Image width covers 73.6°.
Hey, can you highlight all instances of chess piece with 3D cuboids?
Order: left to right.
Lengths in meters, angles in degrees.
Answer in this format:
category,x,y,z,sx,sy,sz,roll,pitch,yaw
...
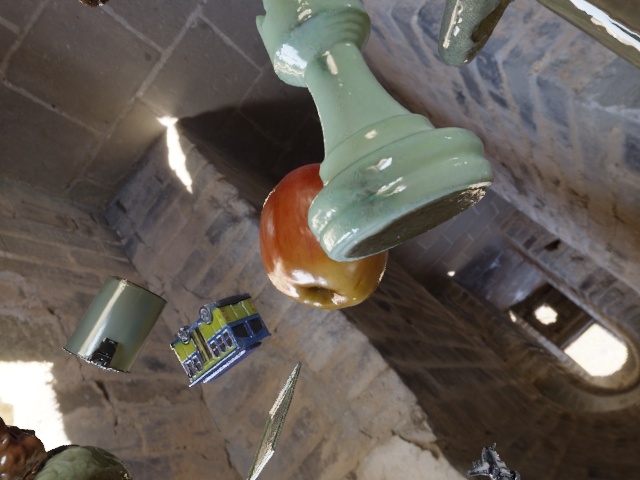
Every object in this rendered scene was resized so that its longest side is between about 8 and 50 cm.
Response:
category,x,y,z,sx,sy,sz,roll,pitch,yaw
chess piece,0.037,-0.146,0.473,0.195,0.299,0.194,-22,167,-5

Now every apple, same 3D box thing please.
category,x,y,z,sx,sy,sz,roll,pitch,yaw
apple,0.000,0.000,0.765,0.242,0.240,0.242,-2,143,-2

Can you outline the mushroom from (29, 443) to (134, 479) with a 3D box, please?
category,x,y,z,sx,sy,sz,roll,pitch,yaw
mushroom,-0.449,0.552,0.833,0.130,0.247,0.344,-13,105,5

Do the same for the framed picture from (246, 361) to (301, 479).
category,x,y,z,sx,sy,sz,roll,pitch,yaw
framed picture,-0.092,0.359,0.815,0.173,0.010,0.231,-70,-176,-50

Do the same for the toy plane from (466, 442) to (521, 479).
category,x,y,z,sx,sy,sz,roll,pitch,yaw
toy plane,0.194,0.253,0.466,0.083,0.079,0.031,-72,179,-72

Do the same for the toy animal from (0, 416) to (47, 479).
category,x,y,z,sx,sy,sz,roll,pitch,yaw
toy animal,-0.435,0.348,0.542,0.158,0.097,0.312,4,113,-19

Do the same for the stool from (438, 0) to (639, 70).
category,x,y,z,sx,sy,sz,roll,pitch,yaw
stool,0.235,-0.277,0.257,0.310,0.226,0.310,-62,166,-22

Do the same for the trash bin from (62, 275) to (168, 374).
category,x,y,z,sx,sy,sz,roll,pitch,yaw
trash bin,-0.665,0.276,1.409,0.217,0.277,0.262,32,69,-22

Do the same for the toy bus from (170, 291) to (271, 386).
category,x,y,z,sx,sy,sz,roll,pitch,yaw
toy bus,-0.298,0.291,1.253,0.288,0.175,0.138,-41,163,33

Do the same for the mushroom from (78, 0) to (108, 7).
category,x,y,z,sx,sy,sz,roll,pitch,yaw
mushroom,-0.411,-0.486,0.787,0.123,0.123,0.052,-39,104,-5
